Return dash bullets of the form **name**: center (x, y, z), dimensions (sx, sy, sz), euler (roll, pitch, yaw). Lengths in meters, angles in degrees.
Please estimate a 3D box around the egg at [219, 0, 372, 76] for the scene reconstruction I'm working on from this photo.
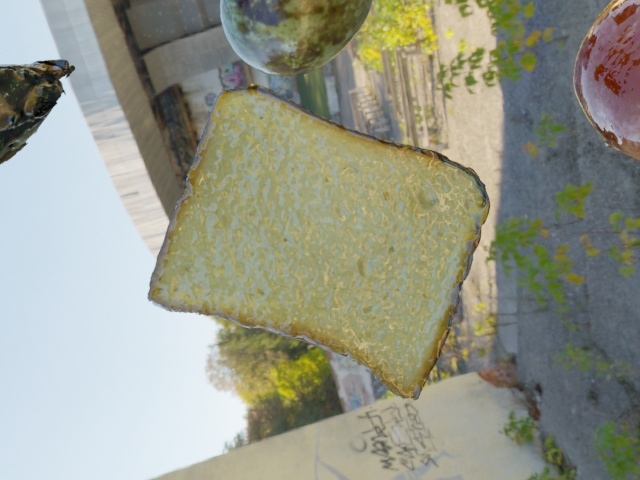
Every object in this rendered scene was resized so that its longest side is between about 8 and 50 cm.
- **egg**: center (-0.044, -0.435, 1.010), dimensions (0.238, 0.290, 0.238), euler (-19, -90, -75)

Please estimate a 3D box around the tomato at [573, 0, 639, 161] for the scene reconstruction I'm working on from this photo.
- **tomato**: center (0.374, -0.175, 0.536), dimensions (0.232, 0.232, 0.188), euler (-108, 20, -47)

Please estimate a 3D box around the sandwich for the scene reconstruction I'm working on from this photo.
- **sandwich**: center (0.000, 0.000, 0.406), dimensions (0.065, 0.215, 0.186), euler (21, -93, -90)

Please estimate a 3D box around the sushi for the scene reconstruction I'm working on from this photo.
- **sushi**: center (-0.543, -0.216, 0.922), dimensions (0.149, 0.140, 0.287), euler (95, -164, -62)
